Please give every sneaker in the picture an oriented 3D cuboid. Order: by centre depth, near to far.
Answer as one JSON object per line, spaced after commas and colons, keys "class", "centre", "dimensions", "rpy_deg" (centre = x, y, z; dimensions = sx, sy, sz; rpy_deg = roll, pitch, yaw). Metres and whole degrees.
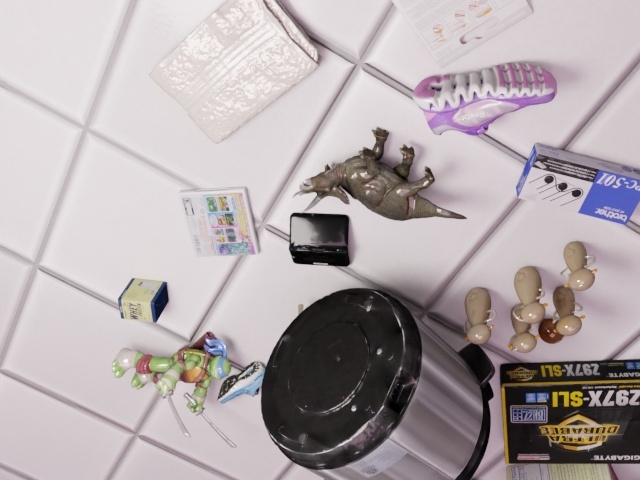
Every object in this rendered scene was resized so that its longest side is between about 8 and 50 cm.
{"class": "sneaker", "centre": [0.282, -0.233, 1.178], "dimensions": [0.236, 0.095, 0.105], "rpy_deg": [-4, 129, 18]}
{"class": "sneaker", "centre": [-0.184, 0.359, 1.657], "dimensions": [0.162, 0.063, 0.073], "rpy_deg": [-34, 115, 27]}

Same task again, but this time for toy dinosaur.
{"class": "toy dinosaur", "centre": [0.121, -0.103, 1.290], "dimensions": [0.313, 0.121, 0.160], "rpy_deg": [18, 136, -7]}

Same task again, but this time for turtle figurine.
{"class": "turtle figurine", "centre": [-0.344, 0.348, 1.578], "dimensions": [0.266, 0.198, 0.275], "rpy_deg": [3, 93, 24]}

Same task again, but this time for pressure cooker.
{"class": "pressure cooker", "centre": [0.129, 0.341, 1.384], "dimensions": [0.369, 0.376, 0.420], "rpy_deg": [-7, 144, 42]}

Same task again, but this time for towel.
{"class": "towel", "centre": [-0.152, -0.309, 1.225], "dimensions": [0.282, 0.049, 0.187], "rpy_deg": [-33, 111, 27]}

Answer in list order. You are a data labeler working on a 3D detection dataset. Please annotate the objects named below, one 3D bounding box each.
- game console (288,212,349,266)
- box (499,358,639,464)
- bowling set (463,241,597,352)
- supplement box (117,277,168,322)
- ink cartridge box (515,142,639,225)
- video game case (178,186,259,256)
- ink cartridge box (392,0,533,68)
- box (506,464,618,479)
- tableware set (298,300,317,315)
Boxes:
{"class": "game console", "centre": [0.000, 0.000, 1.421], "dimensions": [0.122, 0.071, 0.107], "rpy_deg": [3, 153, 9]}
{"class": "box", "centre": [0.570, 0.388, 1.534], "dimensions": [0.321, 0.079, 0.257], "rpy_deg": [-4, 120, 13]}
{"class": "bowling set", "centre": [0.445, 0.154, 1.356], "dimensions": [0.287, 0.154, 0.200], "rpy_deg": [-33, 112, 27]}
{"class": "supplement box", "centre": [-0.394, 0.133, 1.533], "dimensions": [0.083, 0.083, 0.056], "rpy_deg": [6, 122, 8]}
{"class": "ink cartridge box", "centre": [0.473, -0.102, 1.250], "dimensions": [0.207, 0.046, 0.097], "rpy_deg": [15, 125, 0]}
{"class": "video game case", "centre": [-0.210, -0.036, 1.430], "dimensions": [0.143, 0.019, 0.157], "rpy_deg": [-2, 121, 11]}
{"class": "ink cartridge box", "centre": [0.212, -0.412, 1.106], "dimensions": [0.181, 0.056, 0.224], "rpy_deg": [-28, 133, 24]}
{"class": "box", "centre": [0.606, 0.637, 1.664], "dimensions": [0.243, 0.117, 0.214], "rpy_deg": [-20, 117, 22]}
{"class": "tableware set", "centre": [0.007, 0.198, 1.534], "dimensions": [0.128, 0.039, 0.194], "rpy_deg": [1, 129, -5]}
